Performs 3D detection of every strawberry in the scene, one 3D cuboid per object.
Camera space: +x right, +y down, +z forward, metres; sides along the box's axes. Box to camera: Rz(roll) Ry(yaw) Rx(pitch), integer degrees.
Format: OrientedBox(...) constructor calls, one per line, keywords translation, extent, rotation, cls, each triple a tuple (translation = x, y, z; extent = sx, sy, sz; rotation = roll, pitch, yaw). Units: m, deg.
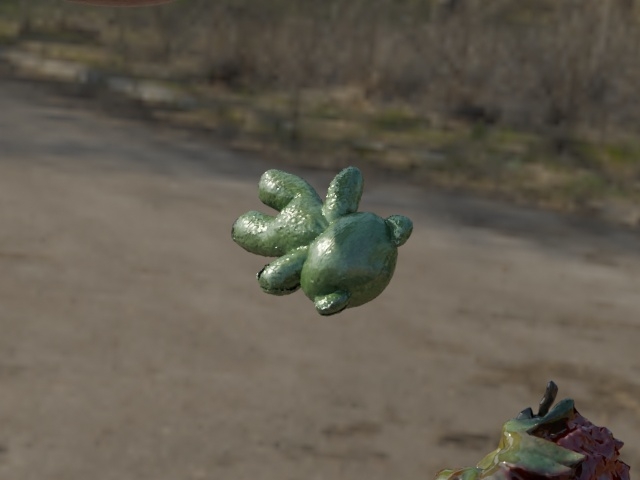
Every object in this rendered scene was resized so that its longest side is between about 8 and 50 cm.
OrientedBox(translation=(0.152, 0.213, 1.199), extent=(0.167, 0.208, 0.087), rotation=(-35, 23, -10), cls="strawberry")

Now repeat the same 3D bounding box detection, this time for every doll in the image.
OrientedBox(translation=(0.000, 0.000, 1.391), extent=(0.150, 0.115, 0.077), rotation=(34, -11, 40), cls="doll")

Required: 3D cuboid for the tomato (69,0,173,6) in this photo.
OrientedBox(translation=(-0.135, -0.316, 1.305), extent=(0.321, 0.321, 0.321), rotation=(5, 10, -1), cls="tomato")
